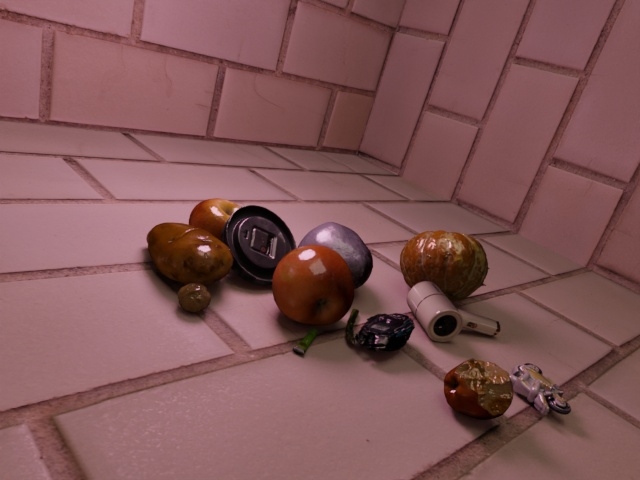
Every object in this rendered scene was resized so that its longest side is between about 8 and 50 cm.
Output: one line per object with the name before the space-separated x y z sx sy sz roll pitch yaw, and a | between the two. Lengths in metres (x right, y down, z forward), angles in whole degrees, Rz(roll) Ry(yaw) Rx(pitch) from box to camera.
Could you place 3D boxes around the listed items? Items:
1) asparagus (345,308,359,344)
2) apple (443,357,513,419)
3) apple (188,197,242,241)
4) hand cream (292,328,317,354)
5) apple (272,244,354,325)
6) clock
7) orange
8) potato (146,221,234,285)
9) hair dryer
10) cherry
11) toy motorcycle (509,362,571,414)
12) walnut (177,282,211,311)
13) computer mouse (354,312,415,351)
asparagus | 0.098 0.261 1.597 0.034 0.027 0.236 8 19 6
apple | 0.405 0.389 1.355 0.158 0.147 0.156 6 54 -3
apple | -0.347 -0.041 1.822 0.235 0.173 0.210 27 24 -5
hand cream | -0.039 0.282 1.440 0.036 0.023 0.122 22 25 14
apple | -0.018 0.141 1.540 0.254 0.253 0.253 15 20 -6
clock | -0.204 0.017 1.724 0.281 0.055 0.280 22 53 -32
orange | 0.458 0.096 1.940 0.329 0.249 0.329 3 -19 1
potato | -0.418 0.036 1.609 0.369 0.195 0.176 27 -22 44
hair dryer | 0.487 0.270 1.783 0.362 0.128 0.203 18 18 -20
cherry | 0.050 0.055 1.818 0.255 0.218 0.296 9 25 -41
toy motorcycle | 0.628 0.429 1.521 0.151 0.074 0.228 11 23 -9
walnut | -0.349 0.158 1.434 0.092 0.092 0.092 15 20 -6
computer mouse | 0.198 0.282 1.541 0.147 0.077 0.242 8 15 40
